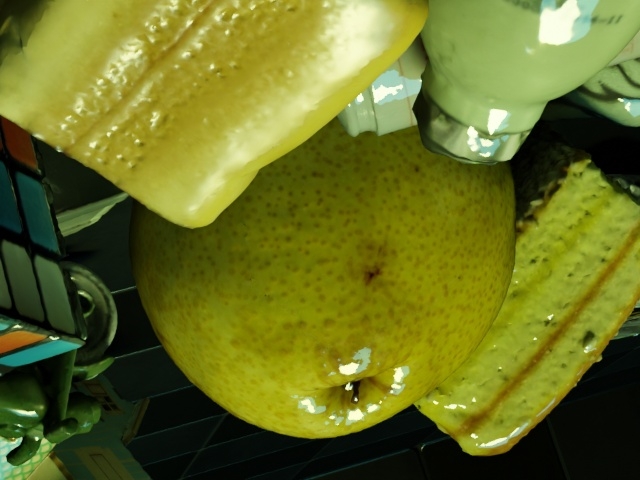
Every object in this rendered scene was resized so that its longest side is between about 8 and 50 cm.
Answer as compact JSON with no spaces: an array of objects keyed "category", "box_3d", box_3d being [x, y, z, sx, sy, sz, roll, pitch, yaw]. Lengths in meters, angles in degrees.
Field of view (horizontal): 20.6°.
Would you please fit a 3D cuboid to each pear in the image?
[{"category":"pear","box_3d":[0.000,0.000,0.906,0.208,0.209,0.209,-17,167,-4]}]

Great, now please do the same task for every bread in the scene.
[{"category":"bread","box_3d":[0.118,0.024,1.108,0.184,0.110,0.234,-49,-171,8]},{"category":"bread","box_3d":[-0.046,-0.093,0.677,0.134,0.085,0.173,35,128,-23]}]

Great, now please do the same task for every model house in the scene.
[{"category":"model house","box_3d":[-0.228,0.211,1.408,0.178,0.206,0.271,-48,160,10]}]

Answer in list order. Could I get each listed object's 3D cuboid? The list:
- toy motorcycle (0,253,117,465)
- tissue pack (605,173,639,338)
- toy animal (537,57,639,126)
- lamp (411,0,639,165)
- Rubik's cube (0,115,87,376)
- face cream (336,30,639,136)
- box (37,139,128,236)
[{"category":"toy motorcycle","box_3d":[-0.276,0.104,1.164,0.275,0.127,0.205,-9,165,-34]},{"category":"tissue pack","box_3d":[0.230,0.026,1.542,0.259,0.122,0.361,-22,169,30]},{"category":"toy animal","box_3d":[0.202,-0.111,1.009,0.170,0.090,0.255,-4,159,-37]},{"category":"lamp","box_3d":[0.091,-0.130,0.660,0.101,0.101,0.250,-10,136,-32]},{"category":"Rubik's cube","box_3d":[-0.201,-0.015,0.701,0.151,0.155,0.154,-20,166,11]},{"category":"face cream","box_3d":[0.032,-0.100,0.784,0.251,0.101,0.101,-17,167,-1]},{"category":"box","box_3d":[-0.137,-0.040,0.849,0.063,0.085,0.060,-16,168,-36]}]
